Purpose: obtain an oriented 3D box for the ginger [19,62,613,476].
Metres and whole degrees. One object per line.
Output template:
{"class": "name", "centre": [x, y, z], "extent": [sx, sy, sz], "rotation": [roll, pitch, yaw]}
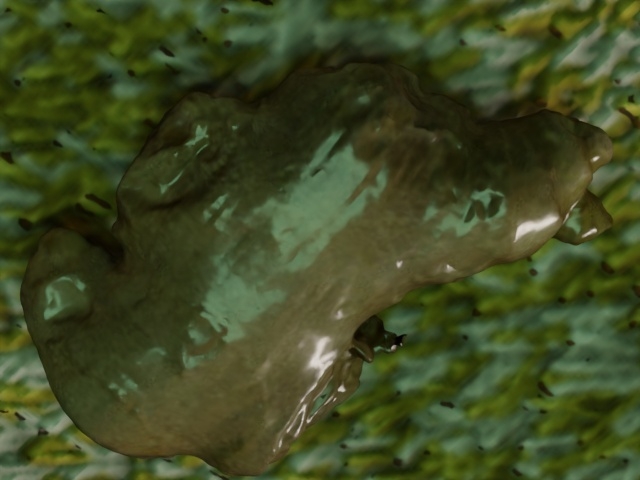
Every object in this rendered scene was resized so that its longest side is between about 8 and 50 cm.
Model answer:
{"class": "ginger", "centre": [-0.004, -0.003, 0.615], "extent": [0.213, 0.074, 0.137], "rotation": [-34, 118, 15]}
